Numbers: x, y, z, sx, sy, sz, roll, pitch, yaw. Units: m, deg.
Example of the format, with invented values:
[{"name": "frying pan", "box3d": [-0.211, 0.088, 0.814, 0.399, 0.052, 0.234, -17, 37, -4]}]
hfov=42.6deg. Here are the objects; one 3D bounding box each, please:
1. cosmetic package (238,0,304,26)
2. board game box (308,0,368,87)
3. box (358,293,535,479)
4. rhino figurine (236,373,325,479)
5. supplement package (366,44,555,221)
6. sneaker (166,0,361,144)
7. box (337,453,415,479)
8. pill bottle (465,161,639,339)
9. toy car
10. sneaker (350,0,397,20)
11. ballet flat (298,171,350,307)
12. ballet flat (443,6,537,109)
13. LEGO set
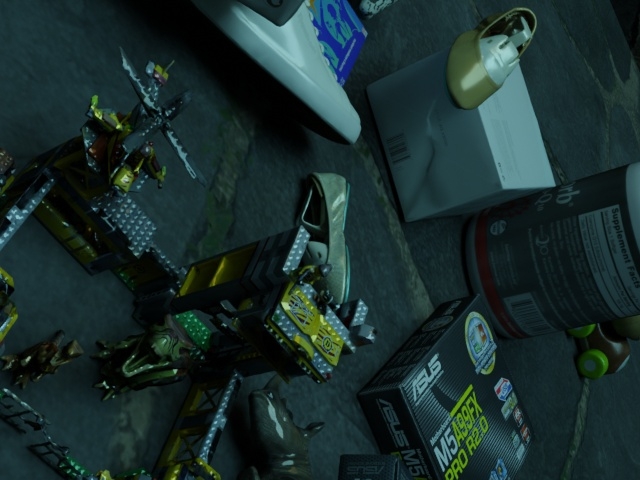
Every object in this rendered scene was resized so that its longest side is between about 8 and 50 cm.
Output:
[{"name": "cosmetic package", "box3d": [-0.132, -0.378, 0.657, 0.385, 0.156, 0.217, 28, 51, -22]}, {"name": "board game box", "box3d": [-0.034, -0.277, 0.950, 0.210, 0.047, 0.160, 51, 39, -27]}, {"name": "box", "box3d": [0.165, 0.215, 0.996, 0.270, 0.060, 0.216, -33, 103, -56]}, {"name": "rhino figurine", "box3d": [-0.042, 0.225, 0.683, 0.106, 0.073, 0.243, 35, 47, -41]}, {"name": "supplement package", "box3d": [0.195, -0.140, 1.122, 0.203, 0.149, 0.194, -7, 80, -56]}, {"name": "sneaker", "box3d": [-0.033, -0.216, 0.834, 0.290, 0.106, 0.123, 42, 80, -36]}, {"name": "box", "box3d": [0.068, 0.323, 0.751, 0.233, 0.059, 0.183, 59, 32, -49]}, {"name": "pill bottle", "box3d": [0.410, 0.008, 1.170, 0.210, 0.363, 0.210, 29, 52, -46]}, {"name": "toy car", "box3d": [0.561, 0.157, 1.475, 0.155, 0.188, 0.149, -13, 86, -56]}, {"name": "sneaker", "box3d": [0.007, -0.446, 0.989, 0.182, 0.158, 0.410, -43, 108, -12]}, {"name": "ballet flat", "box3d": [0.000, 0.000, 0.880, 0.052, 0.057, 0.168, 14, 56, -21]}, {"name": "ballet flat", "box3d": [0.210, -0.232, 0.989, 0.080, 0.073, 0.232, 56, 38, -18]}, {"name": "LEGO set", "box3d": [-0.103, 0.053, 0.564, 0.331, 0.192, 0.255, 57, 36, -21]}]
